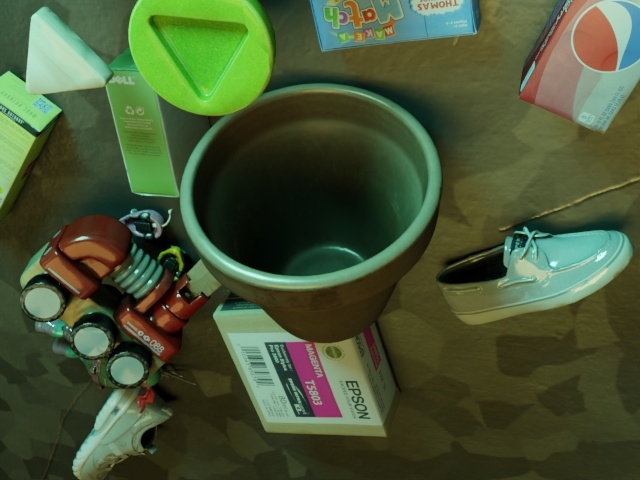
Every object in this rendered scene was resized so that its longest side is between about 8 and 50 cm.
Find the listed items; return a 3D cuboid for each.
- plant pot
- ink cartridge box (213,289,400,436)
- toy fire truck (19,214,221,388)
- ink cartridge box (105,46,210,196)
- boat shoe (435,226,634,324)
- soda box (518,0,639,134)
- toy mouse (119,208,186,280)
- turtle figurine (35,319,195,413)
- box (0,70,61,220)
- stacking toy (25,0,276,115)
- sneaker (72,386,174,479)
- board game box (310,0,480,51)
[{"bbox_3d":[0.000,0.000,0.821,0.263,0.263,0.229,9,145,14],"label":"plant pot"},{"bbox_3d":[-0.014,0.162,1.034,0.193,0.088,0.234,-4,124,24],"label":"ink cartridge box"},{"bbox_3d":[-0.231,0.048,0.966,0.246,0.158,0.217,-41,111,9],"label":"toy fire truck"},{"bbox_3d":[-0.181,-0.165,0.830,0.062,0.109,0.209,6,128,15],"label":"ink cartridge box"},{"bbox_3d":[0.231,0.031,0.847,0.228,0.079,0.081,-25,119,37],"label":"boat shoe"},{"bbox_3d":[0.270,-0.227,0.633,0.092,0.083,0.263,24,131,2],"label":"soda box"},{"bbox_3d":[-0.249,-0.002,1.031,0.143,0.031,0.161,24,130,1],"label":"toy mouse"},{"bbox_3d":[-0.310,0.168,1.137,0.234,0.118,0.175,16,130,15],"label":"turtle figurine"},{"bbox_3d":[-0.431,-0.111,0.998,0.087,0.058,0.232,36,129,-9],"label":"box"},{"bbox_3d":[-0.156,-0.268,0.664,0.309,0.130,0.279,6,130,8],"label":"stacking toy"},{"bbox_3d":[-0.342,0.350,1.287,0.115,0.105,0.281,31,130,-4],"label":"sneaker"},{"bbox_3d":[0.056,-0.289,0.693,0.160,0.039,0.211,-1,125,21],"label":"board game box"}]
